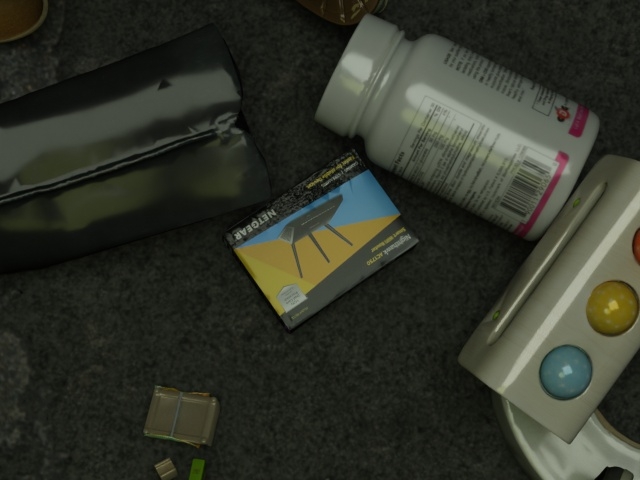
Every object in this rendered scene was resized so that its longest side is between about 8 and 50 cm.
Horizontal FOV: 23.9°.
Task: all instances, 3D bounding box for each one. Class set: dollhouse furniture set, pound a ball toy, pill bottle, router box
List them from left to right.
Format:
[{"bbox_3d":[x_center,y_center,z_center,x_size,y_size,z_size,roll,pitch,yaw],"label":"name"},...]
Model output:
[{"bbox_3d":[-0.158,0.239,1.644,0.076,0.058,0.152,8,60,5],"label":"dollhouse furniture set"},{"bbox_3d":[0.000,0.000,1.686,0.179,0.046,0.133,-35,84,-9],"label":"router box"},{"bbox_3d":[0.148,-0.129,1.661,0.283,0.160,0.160,27,79,1],"label":"pill bottle"},{"bbox_3d":[0.325,0.064,1.552,0.208,0.136,0.319,37,90,-16],"label":"pound a ball toy"}]

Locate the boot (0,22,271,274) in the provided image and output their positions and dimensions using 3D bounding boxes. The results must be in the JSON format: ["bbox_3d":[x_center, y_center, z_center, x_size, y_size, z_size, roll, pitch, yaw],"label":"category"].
[{"bbox_3d":[-0.308,-0.146,1.611,0.445,0.146,0.367,-16,108,-3],"label":"boot"}]

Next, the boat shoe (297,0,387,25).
[{"bbox_3d":[-0.049,-0.342,1.736,0.285,0.089,0.104,40,106,7],"label":"boat shoe"}]

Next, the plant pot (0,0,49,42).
[{"bbox_3d":[-0.390,-0.386,1.661,0.237,0.237,0.254,10,64,-2],"label":"plant pot"}]

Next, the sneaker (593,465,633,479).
[{"bbox_3d":[0.227,0.294,1.577,0.118,0.083,0.222,37,123,7],"label":"sneaker"}]

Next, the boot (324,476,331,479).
[{"bbox_3d":[0.014,0.386,1.602,0.208,0.076,0.189,46,66,-2],"label":"boot"}]

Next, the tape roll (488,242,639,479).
[{"bbox_3d":[0.380,0.140,1.672,0.392,0.072,0.392,1,80,-4],"label":"tape roll"}]
